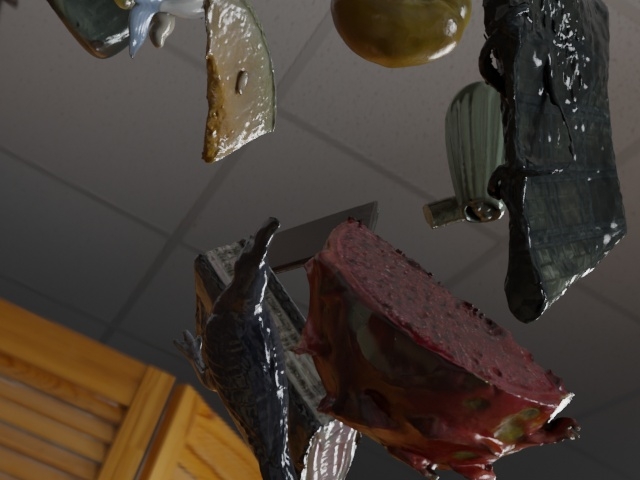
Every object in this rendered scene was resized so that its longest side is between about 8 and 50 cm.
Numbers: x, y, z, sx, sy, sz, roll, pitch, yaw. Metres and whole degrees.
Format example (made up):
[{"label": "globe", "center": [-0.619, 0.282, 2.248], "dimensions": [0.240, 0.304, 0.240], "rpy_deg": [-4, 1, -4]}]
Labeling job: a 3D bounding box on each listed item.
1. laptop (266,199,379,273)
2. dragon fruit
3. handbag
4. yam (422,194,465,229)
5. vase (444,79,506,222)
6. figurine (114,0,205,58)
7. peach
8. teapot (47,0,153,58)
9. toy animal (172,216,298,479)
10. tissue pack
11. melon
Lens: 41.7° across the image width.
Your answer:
[{"label": "laptop", "center": [0.000, 0.000, 1.463], "dimensions": [0.207, 0.154, 0.026], "rpy_deg": [-18, -64, 20]}, {"label": "dragon fruit", "center": [0.058, 0.118, 0.691], "dimensions": [0.274, 0.126, 0.161], "rpy_deg": [40, -61, 25]}, {"label": "handbag", "center": [0.150, -0.085, 0.579], "dimensions": [0.089, 0.270, 0.175], "rpy_deg": [-5, -1, 25]}, {"label": "yam", "center": [0.244, -0.057, 1.434], "dimensions": [0.132, 0.054, 0.054], "rpy_deg": [-15, -42, 0]}, {"label": "vase", "center": [0.260, -0.139, 1.340], "dimensions": [0.128, 0.248, 0.128], "rpy_deg": [6, -35, 4]}, {"label": "figurine", "center": [-0.175, -0.290, 0.888], "dimensions": [0.184, 0.208, 0.128], "rpy_deg": [18, -47, -8]}, {"label": "peach", "center": [0.144, -0.419, 1.478], "dimensions": [0.251, 0.251, 0.153], "rpy_deg": [17, -17, 2]}, {"label": "teapot", "center": [-0.302, -0.466, 1.310], "dimensions": [0.285, 0.305, 0.223], "rpy_deg": [-31, -36, 0]}, {"label": "toy animal", "center": [-0.086, 0.147, 0.918], "dimensions": [0.206, 0.081, 0.367], "rpy_deg": [11, -70, 55]}, {"label": "tissue pack", "center": [-0.074, 0.203, 1.256], "dimensions": [0.122, 0.361, 0.259], "rpy_deg": [-18, -38, -27]}, {"label": "melon", "center": [-0.083, -0.171, 0.787], "dimensions": [0.054, 0.098, 0.182], "rpy_deg": [23, -49, 24]}]
